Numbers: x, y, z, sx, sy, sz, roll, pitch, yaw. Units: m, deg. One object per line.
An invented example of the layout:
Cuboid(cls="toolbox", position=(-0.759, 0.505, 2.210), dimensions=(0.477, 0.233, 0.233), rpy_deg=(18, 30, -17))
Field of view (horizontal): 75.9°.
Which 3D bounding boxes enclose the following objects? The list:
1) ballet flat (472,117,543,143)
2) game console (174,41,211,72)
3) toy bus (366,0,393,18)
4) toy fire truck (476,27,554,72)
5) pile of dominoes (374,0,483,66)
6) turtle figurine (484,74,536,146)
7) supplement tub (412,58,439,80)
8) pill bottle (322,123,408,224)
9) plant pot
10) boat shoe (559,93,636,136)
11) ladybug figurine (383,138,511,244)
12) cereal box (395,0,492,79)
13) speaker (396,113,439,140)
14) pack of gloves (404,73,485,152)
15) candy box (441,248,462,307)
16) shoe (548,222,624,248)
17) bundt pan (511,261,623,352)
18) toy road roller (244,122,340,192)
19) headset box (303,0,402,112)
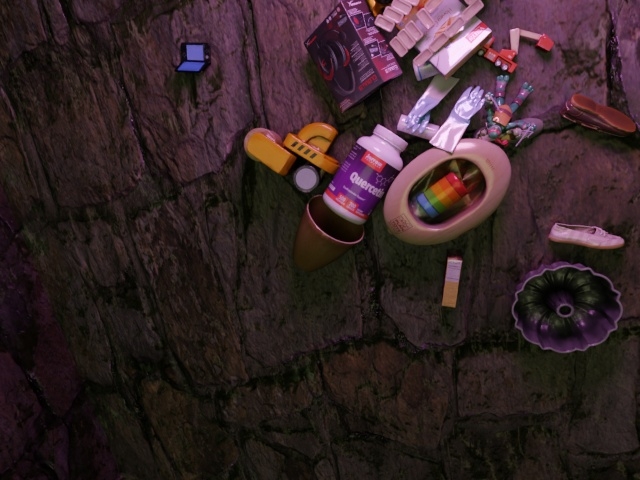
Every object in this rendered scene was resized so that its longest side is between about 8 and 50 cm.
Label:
Cuboid(cls="ballet flat", position=(0.605, -0.344, 1.320), dimensions=(0.213, 0.068, 0.072), rpy_deg=(-6, 107, 18))
Cuboid(cls="game console", position=(-0.478, -0.680, 1.524), dimensions=(0.122, 0.071, 0.107), rpy_deg=(8, 111, 13))
Cuboid(cls="toy bus", position=(0.212, -0.818, 1.244), dimensions=(0.220, 0.149, 0.211), rpy_deg=(-34, 81, 22))
Cuboid(cls="toy fire truck", position=(0.584, -0.591, 1.251), dimensions=(0.192, 0.047, 0.135), rpy_deg=(34, 114, 4))
Cuboid(cls="pile of dominoes", position=(0.309, -0.661, 1.199), dimensions=(0.196, 0.040, 0.251), rpy_deg=(45, 120, -10))
Cuboid(cls="turtle figurine", position=(0.558, -0.388, 1.246), dimensions=(0.175, 0.234, 0.118), rpy_deg=(30, 158, -10))
Cuboid(cls="supplement tub", position=(0.355, -0.565, 1.316), dimensions=(0.107, 0.071, 0.071), rpy_deg=(-15, 104, 21))
Cuboid(cls="pill bottle", position=(0.159, -0.227, 1.419), dimensions=(0.181, 0.181, 0.323), rpy_deg=(34, 105, 3))
Cuboid(cls="plant pot", position=(0.000, 0.000, 1.553), dimensions=(0.237, 0.237, 0.254), rpy_deg=(37, 127, 2))
Cuboid(cls="boat shoe", position=(0.839, -0.370, 1.247), dimensions=(0.207, 0.073, 0.073), rpy_deg=(31, 152, 8))
Cuboid(cls="ladybug figurine", position=(0.413, -0.162, 1.390), dimensions=(0.449, 0.162, 0.305), rpy_deg=(-33, 97, 23))
Cuboid(cls="cereal box", position=(0.371, -0.636, 1.248), dimensions=(0.173, 0.047, 0.240), rpy_deg=(-43, 72, 17))
Cuboid(cls="speaker", position=(0.332, -0.382, 1.396), dimensions=(0.136, 0.055, 0.055), rpy_deg=(21, 113, 9))
Cuboid(cls="pack of gloves", position=(0.389, -0.416, 1.289), dimensions=(0.195, 0.046, 0.232), rpy_deg=(33, 90, 26))
Cuboid(cls="candy box", position=(0.480, 0.137, 1.506), dimensions=(0.053, 0.109, 0.186), rpy_deg=(7, 110, 14))
Cuboid(cls="shoe", position=(0.878, -0.017, 1.350), dimensions=(0.219, 0.076, 0.058), rpy_deg=(8, 116, 16))
Cuboid(cls="bundt pan", position=(0.833, 0.215, 1.419), dimensions=(0.331, 0.124, 0.330), rpy_deg=(6, 111, 16))
Cuboid(cls="toy road roller", position=(-0.079, -0.337, 1.464), dimensions=(0.330, 0.202, 0.240), rpy_deg=(32, 103, -2))
Cuboid(cls="headset box", position=(0.108, -0.573, 1.316), dimensions=(0.218, 0.110, 0.293), rpy_deg=(-18, 106, 55))
